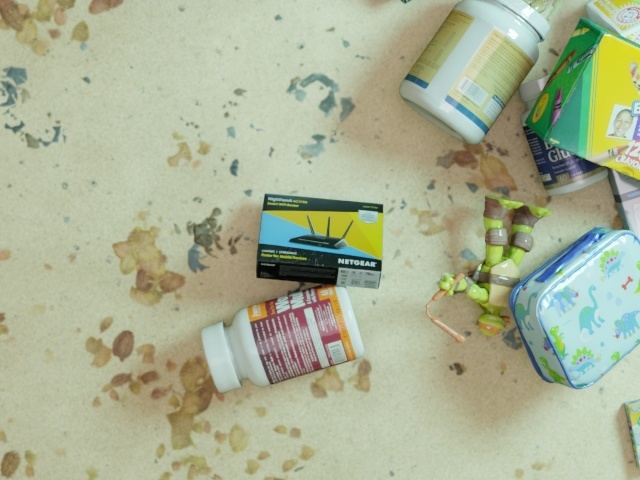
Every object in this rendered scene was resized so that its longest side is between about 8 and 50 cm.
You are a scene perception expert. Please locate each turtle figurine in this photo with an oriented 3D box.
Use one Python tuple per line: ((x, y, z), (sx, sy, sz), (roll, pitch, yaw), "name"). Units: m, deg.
((0.277, 0.052, 1.746), (0.269, 0.087, 0.217), (13, 90, -24), "turtle figurine")

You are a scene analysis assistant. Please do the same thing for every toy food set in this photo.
((0.296, -0.368, 1.741), (0.122, 0.019, 0.078), (33, 65, 7), "toy food set")

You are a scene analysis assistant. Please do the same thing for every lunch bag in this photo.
((0.385, 0.091, 1.704), (0.219, 0.090, 0.176), (-36, 110, -21), "lunch bag")

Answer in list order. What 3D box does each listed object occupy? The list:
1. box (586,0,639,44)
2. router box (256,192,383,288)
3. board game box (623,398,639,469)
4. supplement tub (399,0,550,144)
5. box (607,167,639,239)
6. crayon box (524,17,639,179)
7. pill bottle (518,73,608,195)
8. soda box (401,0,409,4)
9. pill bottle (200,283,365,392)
((0.502, -0.319, 1.693), (0.203, 0.114, 0.103), (-26, 129, 2), "box")
((0.000, 0.000, 1.719), (0.179, 0.046, 0.133), (5, 49, -2), "router box")
((0.547, 0.281, 1.791), (0.154, 0.026, 0.103), (-12, 94, 0), "board game box")
((0.221, -0.253, 1.694), (0.144, 0.144, 0.199), (35, 93, -3), "supplement tub")
((0.523, -0.045, 1.766), (0.145, 0.038, 0.186), (-17, 95, 1), "box")
((0.445, -0.176, 1.636), (0.278, 0.081, 0.165), (19, 110, -21), "crayon box")
((0.348, -0.158, 1.727), (0.094, 0.094, 0.169), (-21, 94, 1), "pill bottle")
((0.103, -0.430, 1.700), (0.060, 0.053, 0.169), (-31, 116, 1), "soda box")
((-0.055, 0.144, 1.728), (0.221, 0.121, 0.121), (-16, 94, 0), "pill bottle")
